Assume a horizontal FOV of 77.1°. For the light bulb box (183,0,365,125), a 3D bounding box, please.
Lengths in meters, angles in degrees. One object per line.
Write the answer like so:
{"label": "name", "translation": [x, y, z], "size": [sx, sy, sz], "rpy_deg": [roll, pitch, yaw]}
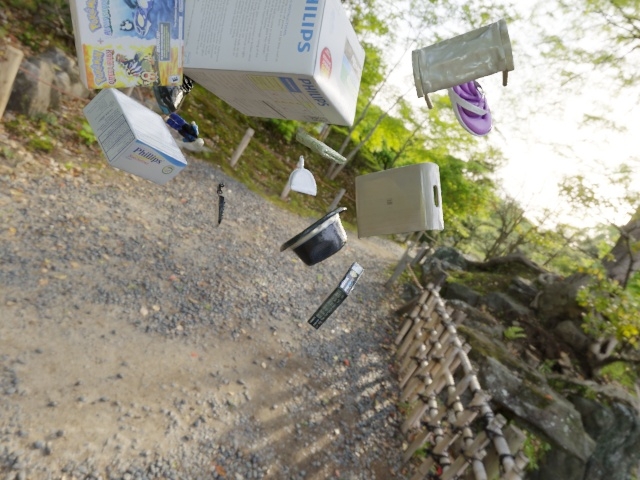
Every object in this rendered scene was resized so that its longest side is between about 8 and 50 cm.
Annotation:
{"label": "light bulb box", "translation": [-0.107, -0.472, 1.050], "size": [0.361, 0.225, 0.358], "rpy_deg": [11, 2, 18]}

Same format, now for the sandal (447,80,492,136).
{"label": "sandal", "translation": [0.645, -0.621, 1.727], "size": [0.416, 0.169, 0.102], "rpy_deg": [50, -8, -25]}

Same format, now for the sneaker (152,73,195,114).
{"label": "sneaker", "translation": [-0.435, -0.550, 1.283], "size": [0.140, 0.340, 0.125], "rpy_deg": [4, -23, 4]}

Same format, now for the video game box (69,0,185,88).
{"label": "video game box", "translation": [-0.347, -0.387, 0.738], "size": [0.187, 0.205, 0.048], "rpy_deg": [-18, 54, -34]}

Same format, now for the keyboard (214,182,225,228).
{"label": "keyboard", "translation": [-0.439, -0.157, 1.756], "size": [0.033, 0.201, 0.317], "rpy_deg": [2, -2, -18]}

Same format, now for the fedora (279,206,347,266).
{"label": "fedora", "translation": [0.000, 0.000, 1.667], "size": [0.152, 0.334, 0.334], "rpy_deg": [56, 12, -3]}

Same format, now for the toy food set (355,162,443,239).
{"label": "toy food set", "translation": [0.254, -0.125, 1.359], "size": [0.306, 0.219, 0.092], "rpy_deg": [-7, -9, 34]}

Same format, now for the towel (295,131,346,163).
{"label": "towel", "translation": [0.003, -0.251, 1.103], "size": [0.110, 0.027, 0.148], "rpy_deg": [38, 15, 23]}

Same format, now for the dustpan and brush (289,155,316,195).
{"label": "dustpan and brush", "translation": [-0.089, -0.329, 1.991], "size": [0.147, 0.211, 0.060], "rpy_deg": [11, -14, -30]}

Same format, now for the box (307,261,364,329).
{"label": "box", "translation": [0.055, 0.196, 1.430], "size": [0.051, 0.220, 0.175], "rpy_deg": [38, 36, 3]}

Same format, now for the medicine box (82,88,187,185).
{"label": "medicine box", "translation": [-0.691, -0.386, 1.513], "size": [0.289, 0.149, 0.263], "rpy_deg": [57, 12, 19]}

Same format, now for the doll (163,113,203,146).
{"label": "doll", "translation": [-0.594, -0.481, 1.760], "size": [0.189, 0.129, 0.046], "rpy_deg": [38, 38, -14]}

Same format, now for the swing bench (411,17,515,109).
{"label": "swing bench", "translation": [0.413, -0.515, 1.179], "size": [0.253, 0.165, 0.255], "rpy_deg": [-9, 6, 23]}
